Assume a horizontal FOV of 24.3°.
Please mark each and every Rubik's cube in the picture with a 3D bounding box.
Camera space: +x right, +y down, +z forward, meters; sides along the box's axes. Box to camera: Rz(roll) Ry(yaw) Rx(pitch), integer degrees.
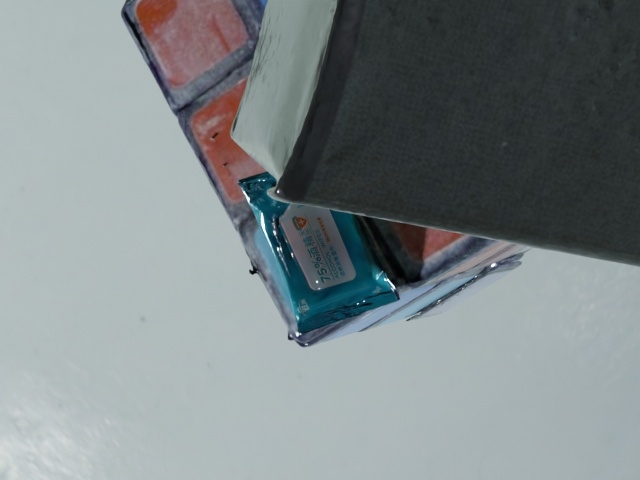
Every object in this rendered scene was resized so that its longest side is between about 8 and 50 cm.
[{"bbox_3d":[0.098,-0.149,1.319,0.358,0.363,0.362,-30,81,21],"label":"Rubik's cube"}]

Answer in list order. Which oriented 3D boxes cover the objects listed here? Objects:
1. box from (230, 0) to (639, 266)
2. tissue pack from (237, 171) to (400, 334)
[{"bbox_3d":[0.152,-0.124,0.752,0.345,0.204,0.251,11,100,-14],"label":"box"},{"bbox_3d":[0.000,0.000,1.143,0.085,0.028,0.138,-18,109,7],"label":"tissue pack"}]
